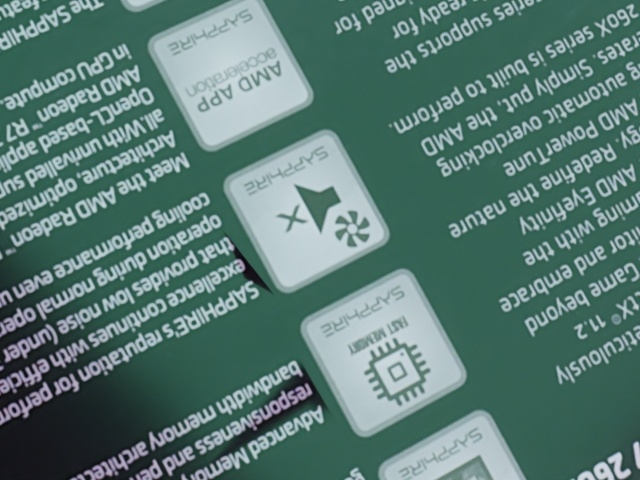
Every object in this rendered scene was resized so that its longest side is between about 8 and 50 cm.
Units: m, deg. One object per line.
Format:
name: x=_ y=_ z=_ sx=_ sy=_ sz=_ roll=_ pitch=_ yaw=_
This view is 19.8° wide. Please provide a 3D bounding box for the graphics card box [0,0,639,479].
graphics card box: x=-0.039 y=-0.049 z=0.363 sx=0.233 sy=0.094 sz=0.371 roll=-28 pitch=86 yaw=-17
